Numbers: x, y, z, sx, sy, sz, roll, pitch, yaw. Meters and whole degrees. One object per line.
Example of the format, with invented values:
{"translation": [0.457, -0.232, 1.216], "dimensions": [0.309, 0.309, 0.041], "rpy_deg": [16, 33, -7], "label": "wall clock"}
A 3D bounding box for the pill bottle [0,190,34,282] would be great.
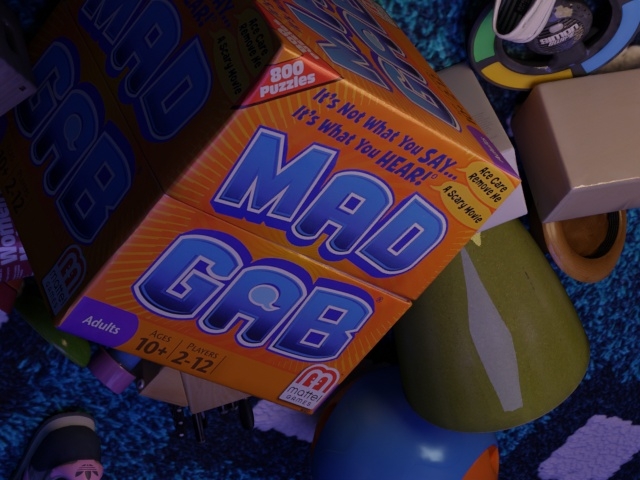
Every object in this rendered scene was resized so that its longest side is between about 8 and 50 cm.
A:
{"translation": [-0.390, -0.008, 1.667], "dimensions": [0.221, 0.121, 0.121], "rpy_deg": [-13, 140, -22], "label": "pill bottle"}

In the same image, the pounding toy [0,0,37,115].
{"translation": [-0.402, -0.142, 1.508], "dimensions": [0.206, 0.181, 0.094], "rpy_deg": [-32, 140, 12], "label": "pounding toy"}

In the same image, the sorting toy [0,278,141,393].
{"translation": [-0.326, 0.068, 1.860], "dimensions": [0.126, 0.127, 0.365], "rpy_deg": [-48, 136, -4], "label": "sorting toy"}

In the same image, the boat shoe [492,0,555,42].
{"translation": [0.252, -0.327, 1.624], "dimensions": [0.076, 0.083, 0.226], "rpy_deg": [-26, 133, -63], "label": "boat shoe"}

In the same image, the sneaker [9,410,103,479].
{"translation": [-0.404, 0.398, 2.154], "dimensions": [0.112, 0.131, 0.319], "rpy_deg": [1, 135, -26], "label": "sneaker"}

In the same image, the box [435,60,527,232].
{"translation": [0.181, -0.115, 1.816], "dimensions": [0.091, 0.170, 0.130], "rpy_deg": [-21, 141, 1], "label": "box"}

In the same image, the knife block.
{"translation": [-0.138, 0.172, 2.058], "dimensions": [0.242, 0.088, 0.275], "rpy_deg": [19, 125, -40], "label": "knife block"}

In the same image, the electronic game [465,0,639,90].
{"translation": [0.289, -0.263, 1.775], "dimensions": [0.229, 0.048, 0.229], "rpy_deg": [-10, 147, -6], "label": "electronic game"}

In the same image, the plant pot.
{"translation": [0.208, 0.064, 1.991], "dimensions": [0.275, 0.275, 0.293], "rpy_deg": [-21, 125, -1], "label": "plant pot"}

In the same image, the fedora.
{"translation": [0.353, -0.029, 2.039], "dimensions": [0.194, 0.194, 0.079], "rpy_deg": [22, 162, -40], "label": "fedora"}

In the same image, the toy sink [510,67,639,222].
{"translation": [0.390, -0.127, 1.891], "dimensions": [0.234, 0.152, 0.131], "rpy_deg": [-11, 161, -14], "label": "toy sink"}

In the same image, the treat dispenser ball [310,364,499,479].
{"translation": [0.128, 0.333, 2.204], "dimensions": [0.288, 0.288, 0.288], "rpy_deg": [-13, 140, -11], "label": "treat dispenser ball"}

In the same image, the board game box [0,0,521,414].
{"translation": [-0.088, -0.096, 1.536], "dimensions": [0.356, 0.356, 0.356], "rpy_deg": [25, 114, -42], "label": "board game box"}
